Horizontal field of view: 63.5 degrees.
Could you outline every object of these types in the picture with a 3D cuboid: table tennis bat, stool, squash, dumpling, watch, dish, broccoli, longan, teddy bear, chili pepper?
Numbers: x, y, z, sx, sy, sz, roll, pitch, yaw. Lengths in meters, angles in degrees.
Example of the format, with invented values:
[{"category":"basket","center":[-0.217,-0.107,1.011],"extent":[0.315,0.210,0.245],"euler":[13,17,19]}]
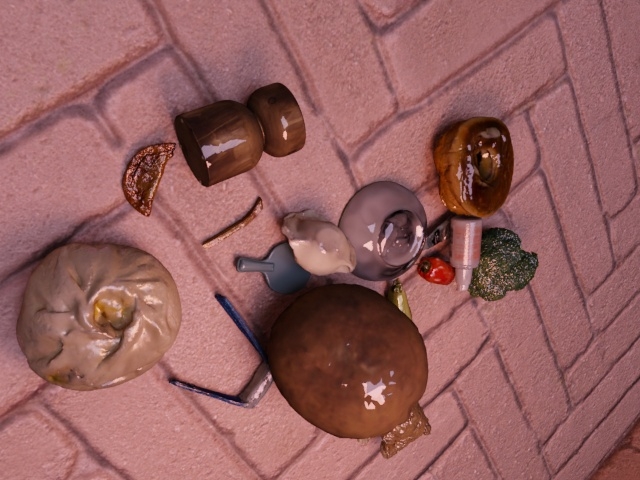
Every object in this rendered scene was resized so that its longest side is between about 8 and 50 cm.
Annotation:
[{"category":"table tennis bat","center":[-0.125,0.076,1.457],"extent":[0.244,0.040,0.153],"euler":[6,95,-35]},{"category":"stool","center":[-0.192,-0.256,1.246],"extent":[0.264,0.179,0.179],"euler":[-25,114,-22]},{"category":"squash","center":[0.256,0.210,1.687],"extent":[0.075,0.090,0.200],"euler":[-15,109,-36]},{"category":"dumpling","center":[0.000,0.000,1.447],"extent":[0.258,0.193,0.147],"euler":[29,126,-22]},{"category":"watch","center":[-0.236,0.320,1.446],"extent":[0.274,0.068,0.276],"euler":[31,86,-28]},{"category":"dish","center":[0.219,-0.014,1.584],"extent":[0.324,0.124,0.324],"euler":[-8,107,-28]},{"category":"broccoli","center":[0.608,0.086,1.805],"extent":[0.269,0.261,0.241],"euler":[-64,162,2]},{"category":"longan","center":[0.077,0.323,1.434],"extent":[0.436,0.404,0.404],"euler":[33,83,10]},{"category":"teddy bear","center":[0.258,0.576,1.678],"extent":[0.256,0.156,0.267],"euler":[42,57,-51]},{"category":"chili pepper","center":[0.373,0.098,1.731],"extent":[0.192,0.084,0.086],"euler":[15,78,-37]}]

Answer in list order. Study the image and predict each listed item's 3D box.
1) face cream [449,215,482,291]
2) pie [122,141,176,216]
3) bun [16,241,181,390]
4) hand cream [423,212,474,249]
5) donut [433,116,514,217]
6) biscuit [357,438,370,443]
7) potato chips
[{"category":"face cream","center":[0.473,0.048,1.697],"extent":[0.101,0.101,0.251],"euler":[-9,105,-29]},{"category":"pie","center":[-0.415,-0.158,1.226],"extent":[0.088,0.033,0.191],"euler":[21,97,-25]},{"category":"bun","center":[-0.483,0.183,1.166],"extent":[0.365,0.219,0.365],"euler":[-8,108,-25]},{"category":"hand cream","center":[0.435,-0.051,1.747],"extent":[0.248,0.052,0.075],"euler":[-31,129,-20]},{"category":"donut","center":[0.485,-0.240,1.666],"extent":[0.330,0.160,0.330],"euler":[-4,96,-42]},{"category":"biscuit","center":[0.153,0.518,1.689],"extent":[0.147,0.046,0.250],"euler":[-26,113,-59]},{"category":"potato chips","center":[-0.227,-0.041,1.372],"extent":[0.204,0.026,0.037],"euler":[-40,116,-15]}]
